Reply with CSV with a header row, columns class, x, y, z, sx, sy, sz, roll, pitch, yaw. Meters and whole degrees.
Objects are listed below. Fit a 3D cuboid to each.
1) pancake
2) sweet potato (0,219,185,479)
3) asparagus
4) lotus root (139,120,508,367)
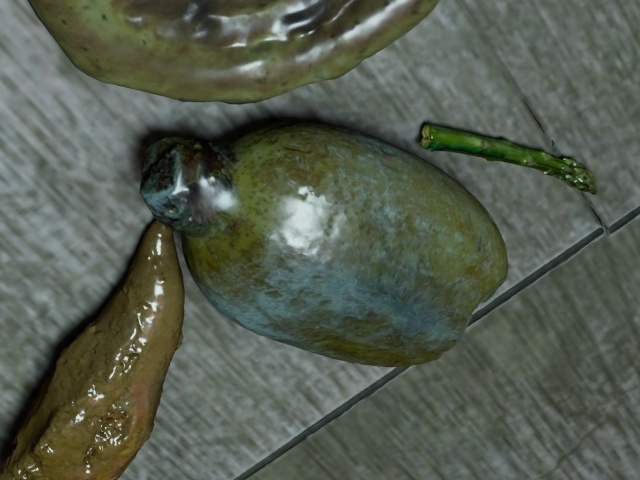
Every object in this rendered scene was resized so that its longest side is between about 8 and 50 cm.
class,x,y,z,sx,sy,sz,roll,pitch,yaw
pancake,-0.016,-0.149,0.666,0.212,0.029,0.235,23,117,-37
sweet potato,-0.108,0.078,0.794,0.206,0.060,0.068,-63,159,16
asparagus,0.097,-0.041,0.814,0.114,0.014,0.015,12,123,-31
lotus root,0.000,0.000,0.757,0.192,0.088,0.113,23,122,-36
